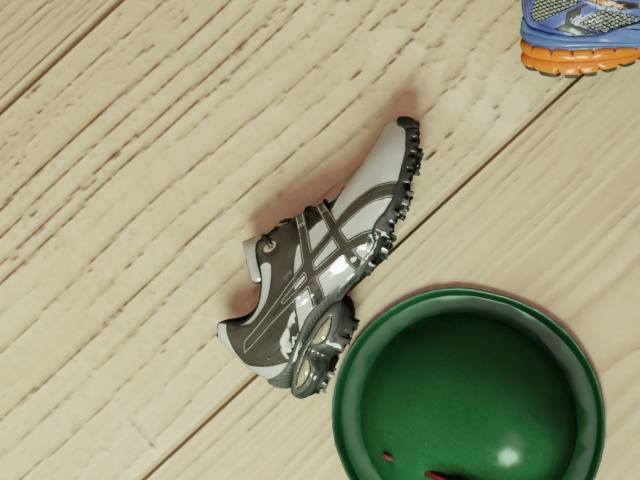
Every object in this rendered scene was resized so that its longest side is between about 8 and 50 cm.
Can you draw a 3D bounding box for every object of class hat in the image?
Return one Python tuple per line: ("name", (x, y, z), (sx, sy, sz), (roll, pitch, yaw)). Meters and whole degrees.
("hat", (0.104, 0.120, 1.092), (0.208, 0.183, 0.173), (26, 89, 5))

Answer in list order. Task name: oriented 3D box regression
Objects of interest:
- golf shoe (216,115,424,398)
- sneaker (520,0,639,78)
("golf shoe", (0.000, 0.000, 1.160), (0.093, 0.077, 0.198), (25, 88, 5))
("sneaker", (0.231, -0.168, 1.139), (0.221, 0.083, 0.087), (-14, 112, 2))
